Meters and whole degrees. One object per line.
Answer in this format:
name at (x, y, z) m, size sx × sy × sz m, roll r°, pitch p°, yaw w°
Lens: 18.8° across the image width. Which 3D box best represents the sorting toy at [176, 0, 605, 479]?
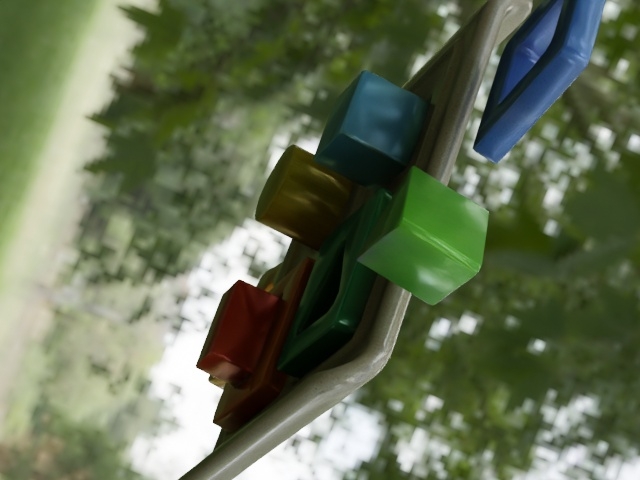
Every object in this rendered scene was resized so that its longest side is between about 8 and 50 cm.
sorting toy at (0.000, 0.000, 0.779) m, size 0.347 × 0.047 × 0.196 m, roll -43°, pitch -161°, yaw 59°
